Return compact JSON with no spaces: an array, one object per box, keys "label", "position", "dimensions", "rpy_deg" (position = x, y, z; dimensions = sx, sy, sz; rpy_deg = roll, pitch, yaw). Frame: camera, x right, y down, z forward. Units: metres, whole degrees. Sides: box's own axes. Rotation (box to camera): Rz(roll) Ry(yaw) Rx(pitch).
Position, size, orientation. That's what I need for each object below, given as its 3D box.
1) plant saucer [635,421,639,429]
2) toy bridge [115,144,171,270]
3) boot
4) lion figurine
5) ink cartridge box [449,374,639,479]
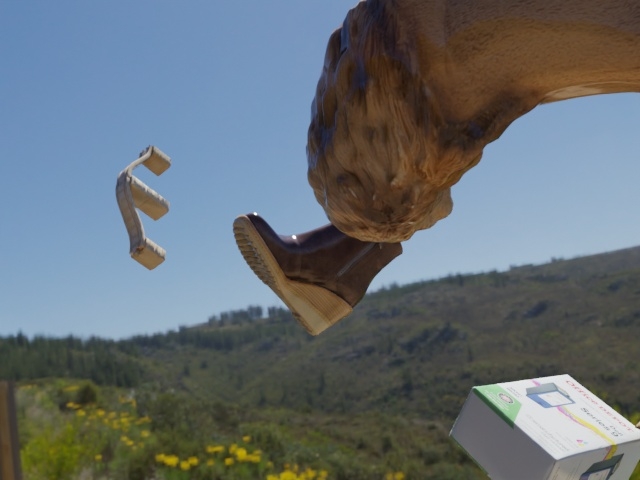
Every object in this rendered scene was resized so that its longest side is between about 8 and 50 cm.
[{"label":"plant saucer","position":[0.456,0.243,1.054],"dimensions":[0.084,0.015,0.083],"rpy_deg":[9,-16,2]},{"label":"toy bridge","position":[-0.202,-0.048,0.915],"dimensions":[0.026,0.188,0.063],"rpy_deg":[-33,-52,22]},{"label":"boot","position":[0.000,0.000,1.216],"dimensions":[0.207,0.248,0.090],"rpy_deg":[-45,32,-16]},{"label":"lion figurine","position":[0.147,-0.129,0.463],"dimensions":[0.392,0.240,0.142],"rpy_deg":[-7,-13,44]},{"label":"ink cartridge box","position":[0.308,0.265,1.084],"dimensions":[0.213,0.093,0.154],"rpy_deg":[4,26,-38]}]
